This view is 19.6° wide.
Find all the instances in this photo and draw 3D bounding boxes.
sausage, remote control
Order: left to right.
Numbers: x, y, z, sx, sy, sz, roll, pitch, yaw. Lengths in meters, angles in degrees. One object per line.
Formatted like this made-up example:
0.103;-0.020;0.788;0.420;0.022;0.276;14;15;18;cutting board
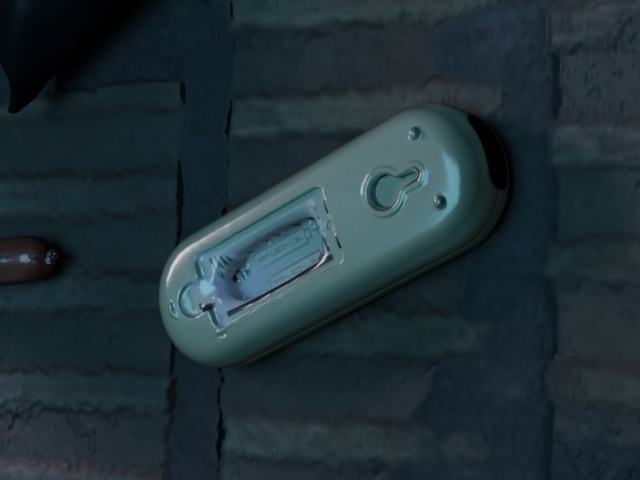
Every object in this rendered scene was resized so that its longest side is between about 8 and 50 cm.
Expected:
-0.244;0.019;1.148;0.223;0.029;0.029;-7;83;35;sausage
0.000;0.000;0.966;0.221;0.042;0.078;-29;70;31;remote control

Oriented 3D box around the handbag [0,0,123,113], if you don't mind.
-0.147;-0.231;1.062;0.254;0.088;0.211;-41;67;31;handbag
